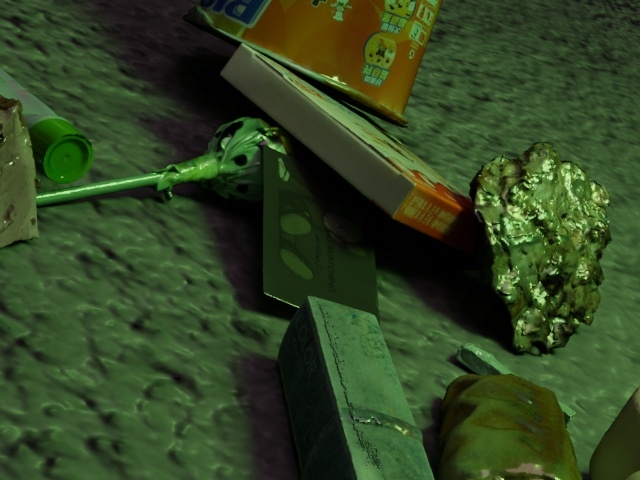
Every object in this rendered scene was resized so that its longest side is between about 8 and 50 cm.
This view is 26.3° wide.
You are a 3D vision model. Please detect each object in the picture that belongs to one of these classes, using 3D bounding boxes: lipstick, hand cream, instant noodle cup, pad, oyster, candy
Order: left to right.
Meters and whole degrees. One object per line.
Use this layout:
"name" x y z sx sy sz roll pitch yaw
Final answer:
"hand cream" -0.294 -0.129 1.272 0.275 0.050 0.079 38 0 43
"candy" -0.143 -0.057 1.272 0.305 0.083 0.091 -15 41 -43
"pad" 0.000 0.000 1.267 0.127 0.004 0.190 24 42 -25
"instant noodle cup" 0.016 -0.285 1.570 0.296 0.214 0.296 25 4 -2
"lipstick" 0.026 0.146 1.013 0.076 0.077 0.290 16 26 -20
"oyster" 0.230 0.001 1.401 0.259 0.092 0.198 -33 103 -60

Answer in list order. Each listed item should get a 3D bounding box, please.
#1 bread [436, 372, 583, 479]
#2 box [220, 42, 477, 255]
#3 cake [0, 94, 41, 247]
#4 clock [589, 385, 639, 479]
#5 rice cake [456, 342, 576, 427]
"bread" 0.158 0.174 1.084 0.128 0.088 0.232 33 20 -3
"box" 0.057 -0.085 1.425 0.265 0.048 0.273 41 11 29
"cake" -0.360 -0.089 1.091 0.295 0.113 0.116 21 23 3
"clock" 0.345 0.263 1.046 0.284 0.114 0.309 26 26 -2
"rice cake" 0.177 0.131 1.246 0.121 0.021 0.022 32 16 15
